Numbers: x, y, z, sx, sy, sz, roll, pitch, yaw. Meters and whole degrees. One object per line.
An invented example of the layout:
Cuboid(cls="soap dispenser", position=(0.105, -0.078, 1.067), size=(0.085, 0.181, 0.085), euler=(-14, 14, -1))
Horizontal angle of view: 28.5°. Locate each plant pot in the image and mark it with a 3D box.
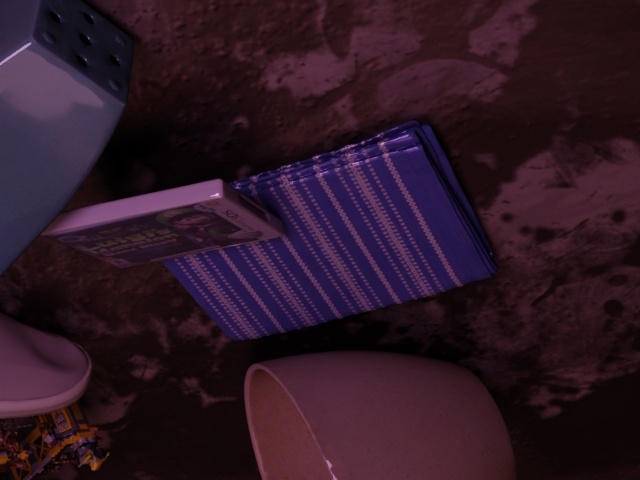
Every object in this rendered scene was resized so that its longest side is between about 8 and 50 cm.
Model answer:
Cuboid(cls="plant pot", position=(-0.287, -0.114, 1.155), size=(0.234, 0.165, 0.165), euler=(-37, 125, 28))

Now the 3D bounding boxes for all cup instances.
Cuboid(cls="cup", position=(0.084, 0.261, 1.458), size=(0.237, 0.331, 0.331), euler=(-18, 139, -17))

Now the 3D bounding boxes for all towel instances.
Cuboid(cls="towel", position=(0.000, 0.000, 1.360), size=(0.336, 0.040, 0.243), euler=(-15, 135, 19))

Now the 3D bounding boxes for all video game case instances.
Cuboid(cls="video game case", position=(-0.153, -0.013, 1.250), size=(0.190, 0.022, 0.173), euler=(-11, 165, 15))

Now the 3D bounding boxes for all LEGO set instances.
Cuboid(cls="LEGO set", position=(-0.398, 0.320, 1.485), size=(0.255, 0.192, 0.331), euler=(-39, 155, 20))

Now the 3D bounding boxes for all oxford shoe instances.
Cuboid(cls="oxford shoe", position=(-0.458, 0.079, 1.370), size=(0.449, 0.169, 0.130), euler=(20, 114, -17))
